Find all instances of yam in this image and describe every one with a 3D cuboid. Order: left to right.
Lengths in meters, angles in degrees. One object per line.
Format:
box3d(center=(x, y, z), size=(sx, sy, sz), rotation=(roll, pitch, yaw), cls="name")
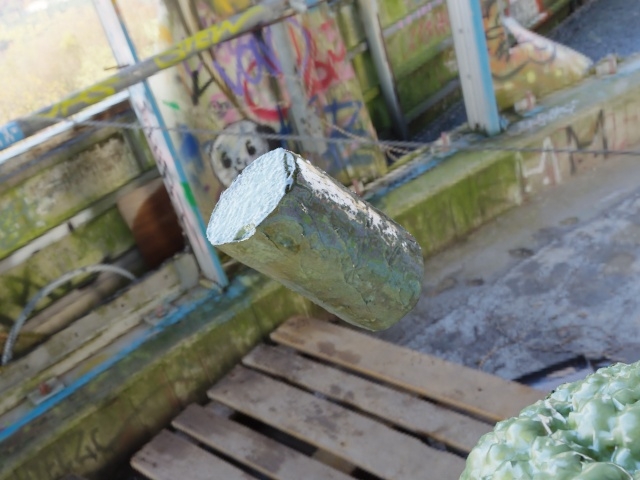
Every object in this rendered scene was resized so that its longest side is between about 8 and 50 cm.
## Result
box3d(center=(0.000, 0.000, 0.963), size=(0.161, 0.268, 0.161), rotation=(-31, 44, 35), cls="yam")

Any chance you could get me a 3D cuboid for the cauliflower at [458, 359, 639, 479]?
box3d(center=(0.167, 0.197, 0.289), size=(0.272, 0.250, 0.275), rotation=(6, 65, 56), cls="cauliflower")
